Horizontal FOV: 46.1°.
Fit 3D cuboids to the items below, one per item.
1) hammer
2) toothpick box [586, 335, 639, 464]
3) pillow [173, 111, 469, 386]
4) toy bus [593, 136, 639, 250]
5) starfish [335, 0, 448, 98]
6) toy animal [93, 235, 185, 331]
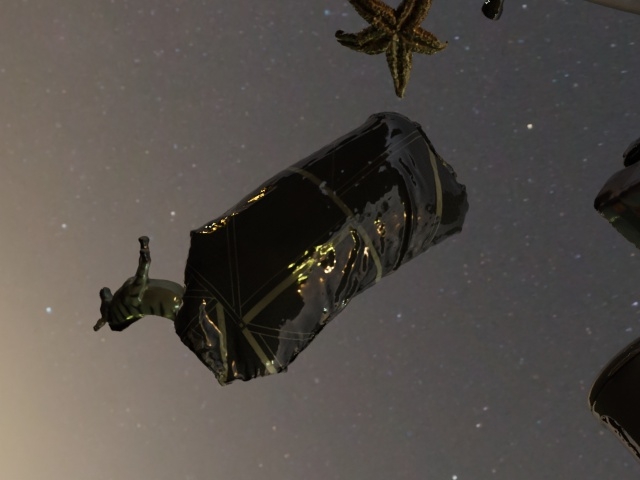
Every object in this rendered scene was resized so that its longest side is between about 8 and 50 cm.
[{"bbox_3d":[0.497,-0.424,1.302,0.044,0.440,0.168,-106,-151,-42],"label":"hammer"},{"bbox_3d":[0.540,0.271,0.996,0.316,0.229,0.229,57,-37,41],"label":"toothpick box"},{"bbox_3d":[0.000,0.000,0.736,0.161,0.335,0.092,51,-21,10],"label":"pillow"},{"bbox_3d":[0.404,-0.121,0.737,0.112,0.317,0.138,40,-23,2],"label":"toy bus"},{"bbox_3d":[0.119,-0.392,1.338,0.231,0.048,0.295,23,-37,7],"label":"starfish"},{"bbox_3d":[-0.259,0.093,1.203,0.217,0.073,0.175,16,-66,4],"label":"toy animal"}]
